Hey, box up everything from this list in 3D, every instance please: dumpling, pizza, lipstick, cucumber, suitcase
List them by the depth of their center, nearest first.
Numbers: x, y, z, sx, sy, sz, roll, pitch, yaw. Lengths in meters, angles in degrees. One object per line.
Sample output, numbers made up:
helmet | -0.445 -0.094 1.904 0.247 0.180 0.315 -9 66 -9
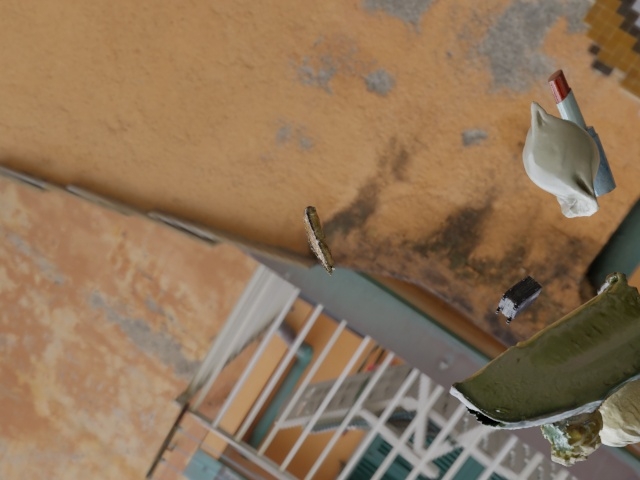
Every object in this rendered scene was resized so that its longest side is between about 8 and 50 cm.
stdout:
cucumber | 0.309 0.165 1.058 0.325 0.105 0.145 -23 -127 -28
dumpling | 0.420 -0.133 1.456 0.151 0.124 0.228 72 180 -68
lipstick | 0.539 -0.225 1.730 0.274 0.068 0.061 64 174 -11
pizza | 0.000 0.000 1.991 0.184 0.036 0.176 78 168 -53
suitcase | 0.534 0.156 2.224 0.126 0.086 0.059 -31 -118 -28

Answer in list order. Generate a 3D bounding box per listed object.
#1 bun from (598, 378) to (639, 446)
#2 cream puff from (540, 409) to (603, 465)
bun | 0.819 0.460 2.177 0.220 0.220 0.134 6 -148 -50
cream puff | 0.587 0.450 1.929 0.121 0.156 0.156 2 -152 -17
